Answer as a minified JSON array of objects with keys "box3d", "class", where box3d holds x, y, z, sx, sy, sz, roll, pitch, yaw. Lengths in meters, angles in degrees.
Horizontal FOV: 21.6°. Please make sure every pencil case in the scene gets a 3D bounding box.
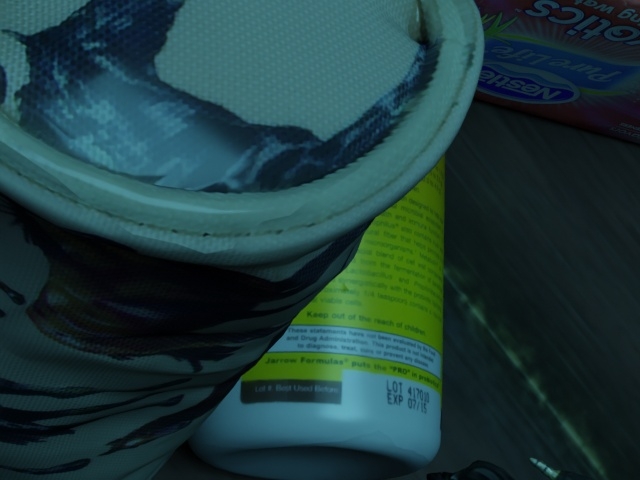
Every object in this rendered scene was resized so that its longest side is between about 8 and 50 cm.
[{"box3d":[-0.097,0.001,0.570,0.184,0.410,0.160,-12,72,-25],"class":"pencil case"}]

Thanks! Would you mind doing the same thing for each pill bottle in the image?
[{"box3d":[0.000,0.000,0.790,0.117,0.117,0.215,10,71,-24],"class":"pill bottle"}]

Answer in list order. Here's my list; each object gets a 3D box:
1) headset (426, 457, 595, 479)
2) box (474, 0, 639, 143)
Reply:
[{"box3d":[-0.046,0.216,0.617,0.394,0.185,0.243,-39,129,-30],"class":"headset"},{"box3d":[0.127,-0.159,0.885,0.300,0.154,0.142,13,70,-25],"class":"box"}]
